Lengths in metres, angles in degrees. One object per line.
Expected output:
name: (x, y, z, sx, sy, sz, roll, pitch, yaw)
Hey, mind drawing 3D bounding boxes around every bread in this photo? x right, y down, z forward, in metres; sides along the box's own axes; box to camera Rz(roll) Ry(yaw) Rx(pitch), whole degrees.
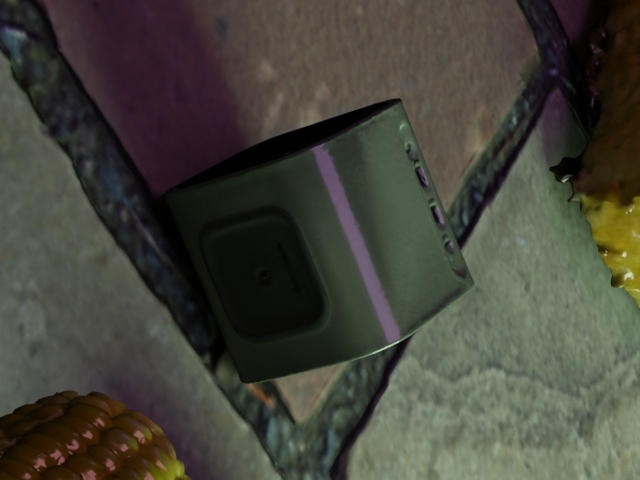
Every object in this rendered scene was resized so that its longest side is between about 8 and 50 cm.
bread: (0.235, -0.073, 1.045, 0.160, 0.147, 0.260, 49, 43, -34)

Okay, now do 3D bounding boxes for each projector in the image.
projector: (0.000, 0.000, 0.761, 0.083, 0.083, 0.082, -32, 103, -52)

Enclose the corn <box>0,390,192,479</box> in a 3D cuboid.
corn: (-0.122, 0.127, 0.553, 0.244, 0.093, 0.093, -44, 113, -51)
